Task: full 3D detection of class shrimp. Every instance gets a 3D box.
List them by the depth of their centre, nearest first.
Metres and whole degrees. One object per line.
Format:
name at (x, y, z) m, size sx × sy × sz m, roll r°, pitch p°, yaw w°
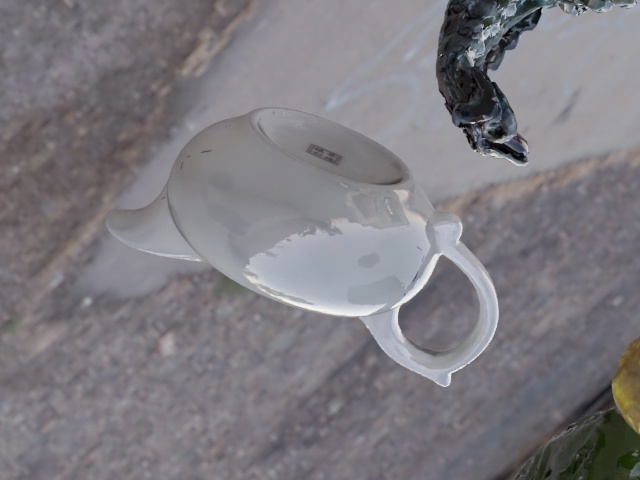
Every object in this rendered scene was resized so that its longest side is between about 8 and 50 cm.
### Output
shrimp at (0.096, -0.109, 0.573) m, size 0.174 × 0.076 × 0.082 m, roll -45°, pitch 158°, yaw -13°

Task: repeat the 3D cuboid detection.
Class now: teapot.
teapot at (0.000, 0.000, 1.224) m, size 0.166 × 0.300 × 0.208 m, roll -57°, pitch 179°, yaw 9°

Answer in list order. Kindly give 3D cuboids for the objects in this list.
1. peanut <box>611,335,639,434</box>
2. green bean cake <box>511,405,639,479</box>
peanut at (0.287, 0.090, 1.012) m, size 0.207 × 0.087 × 0.087 m, roll -3°, pitch 170°, yaw 11°
green bean cake at (0.206, 0.269, 1.219) m, size 0.247 × 0.156 × 0.250 m, roll 123°, pitch -15°, yaw -68°
